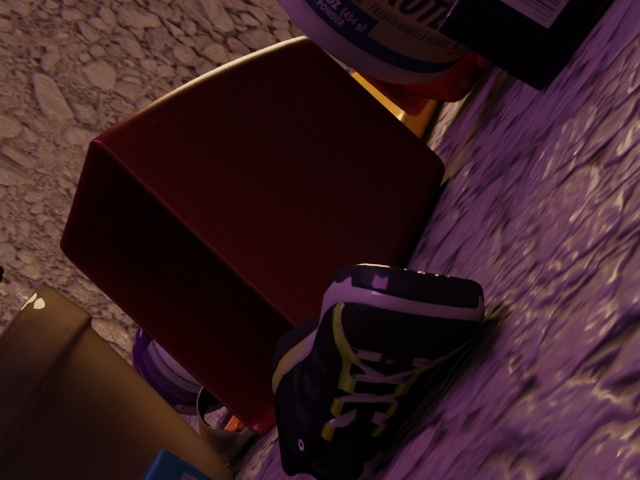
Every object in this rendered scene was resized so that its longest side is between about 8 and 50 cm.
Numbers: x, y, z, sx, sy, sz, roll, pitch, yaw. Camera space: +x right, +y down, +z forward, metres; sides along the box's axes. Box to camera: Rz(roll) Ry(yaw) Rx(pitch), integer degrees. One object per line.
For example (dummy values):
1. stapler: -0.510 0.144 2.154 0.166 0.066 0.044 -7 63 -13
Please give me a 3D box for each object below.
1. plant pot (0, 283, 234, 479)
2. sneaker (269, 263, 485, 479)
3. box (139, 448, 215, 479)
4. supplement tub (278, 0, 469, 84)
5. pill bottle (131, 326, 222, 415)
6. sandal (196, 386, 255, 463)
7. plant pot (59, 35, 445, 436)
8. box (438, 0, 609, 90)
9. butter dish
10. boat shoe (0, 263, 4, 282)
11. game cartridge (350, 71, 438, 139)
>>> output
1. plant pot: -0.257 0.254 1.450 0.323 0.280 0.323 -58 3 5
2. sneaker: 0.028 0.085 0.775 0.234 0.084 0.097 127 150 -65
3. box: -0.133 0.267 1.077 0.244 0.100 0.060 -56 5 41
4. supplement tub: 0.116 -0.311 1.203 0.316 0.228 0.228 -44 12 38
5. pill bottle: -0.158 0.131 1.943 0.181 0.181 0.323 -60 4 -23
6. sandal: -0.087 0.165 1.504 0.102 0.076 0.265 -60 4 -26
7. plant pot: -0.046 -0.022 1.256 0.236 0.267 0.267 -46 -2 -25
8. box: 0.175 -0.221 1.004 0.156 0.093 0.158 -56 5 41
9. butter dish: 0.132 -0.207 1.421 0.160 0.118 0.160 32 -95 -52
10. boat shoe: -0.400 0.143 1.410 0.305 0.091 0.109 -58 -15 3
11. game cartridge: 0.018 -0.132 1.725 0.285 0.052 0.323 -20 20 27
